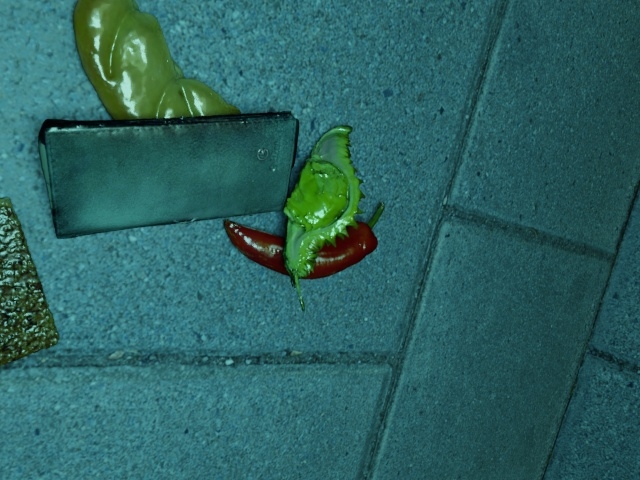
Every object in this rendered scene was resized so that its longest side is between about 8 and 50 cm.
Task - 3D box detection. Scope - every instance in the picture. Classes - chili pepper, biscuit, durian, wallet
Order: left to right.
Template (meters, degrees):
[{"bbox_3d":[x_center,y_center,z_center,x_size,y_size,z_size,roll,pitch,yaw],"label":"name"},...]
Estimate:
[{"bbox_3d":[-0.461,0.066,0.674,0.131,0.026,0.237,-21,116,-32],"label":"biscuit"},{"bbox_3d":[-0.247,-0.227,0.733,0.154,0.045,0.299,-51,126,-11],"label":"biscuit"},{"bbox_3d":[-0.209,-0.102,0.749,0.378,0.046,0.191,-11,132,-31],"label":"wallet"},{"bbox_3d":[-0.004,0.007,0.953,0.368,0.091,0.137,-9,102,-36],"label":"chili pepper"},{"bbox_3d":[0.004,-0.064,0.874,0.132,0.106,0.375,23,67,-15],"label":"durian"}]
